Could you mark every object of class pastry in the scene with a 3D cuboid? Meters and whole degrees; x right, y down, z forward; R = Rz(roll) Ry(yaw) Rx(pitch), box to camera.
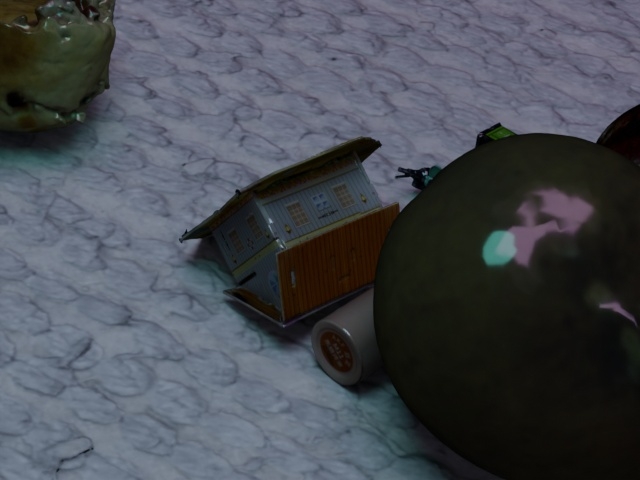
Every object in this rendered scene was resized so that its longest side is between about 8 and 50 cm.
[{"bbox_3d":[-0.344,-0.199,1.766,0.256,0.170,0.237,3,21,0],"label":"pastry"}]

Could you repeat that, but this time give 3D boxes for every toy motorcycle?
[{"bbox_3d":[0.164,-0.064,1.775,0.173,0.058,0.100,-27,45,-36],"label":"toy motorcycle"}]

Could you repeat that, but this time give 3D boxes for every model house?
[{"bbox_3d":[0.000,0.000,1.636,0.219,0.207,0.136,-21,82,-34],"label":"model house"}]

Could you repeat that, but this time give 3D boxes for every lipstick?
[{"bbox_3d":[0.104,0.053,1.620,0.254,0.070,0.070,-30,54,-36],"label":"lipstick"}]

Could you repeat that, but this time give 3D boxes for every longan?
[{"bbox_3d":[0.200,0.066,1.458,0.318,0.319,0.319,5,41,-4],"label":"longan"}]

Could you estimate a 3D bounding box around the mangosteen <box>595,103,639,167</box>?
[{"bbox_3d":[0.377,-0.014,1.669,0.235,0.235,0.261,9,83,0],"label":"mangosteen"}]
